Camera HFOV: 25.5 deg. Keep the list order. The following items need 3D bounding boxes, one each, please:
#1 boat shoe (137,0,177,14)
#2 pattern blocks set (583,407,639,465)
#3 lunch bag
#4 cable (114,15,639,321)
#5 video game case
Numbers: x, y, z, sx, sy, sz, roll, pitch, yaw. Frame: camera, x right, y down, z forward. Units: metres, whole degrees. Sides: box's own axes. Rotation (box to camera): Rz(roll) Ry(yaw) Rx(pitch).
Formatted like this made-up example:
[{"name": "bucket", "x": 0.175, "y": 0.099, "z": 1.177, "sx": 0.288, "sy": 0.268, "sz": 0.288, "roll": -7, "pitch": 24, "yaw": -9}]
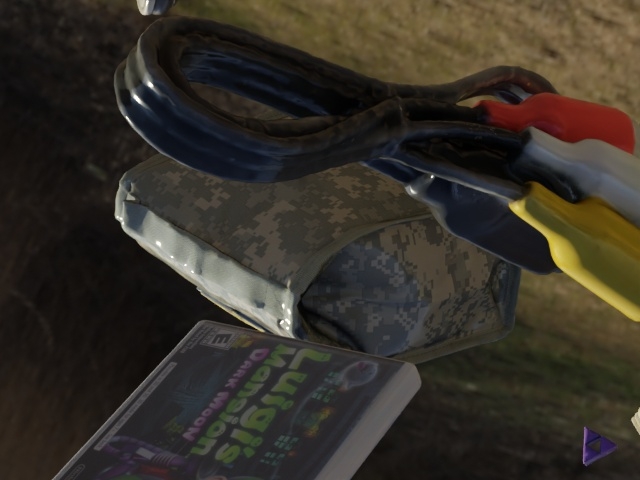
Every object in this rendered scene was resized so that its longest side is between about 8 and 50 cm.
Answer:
[{"name": "boat shoe", "x": -0.111, "y": -0.377, "z": 1.345, "sx": 0.095, "sy": 0.335, "sz": 0.112, "roll": 5, "pitch": -170, "yaw": -18}, {"name": "pattern blocks set", "x": 0.449, "y": 0.212, "z": 1.560, "sx": 0.324, "sy": 0.285, "sz": 0.026, "roll": -20, "pitch": 152, "yaw": 18}, {"name": "lunch bag", "x": 0.000, "y": 0.000, "z": 1.170, "sx": 0.287, "sy": 0.169, "sz": 0.235, "roll": -12, "pitch": -149, "yaw": -41}, {"name": "cable", "x": 0.052, "y": -0.051, "z": 0.571, "sx": 0.287, "sy": 0.139, "sz": 0.072, "roll": 23, "pitch": 133, "yaw": -36}, {"name": "video game case", "x": -0.060, "y": 0.124, "z": 0.821, "sx": 0.173, "sy": 0.190, "sz": 0.022, "roll": 9, "pitch": 133, "yaw": 38}]
